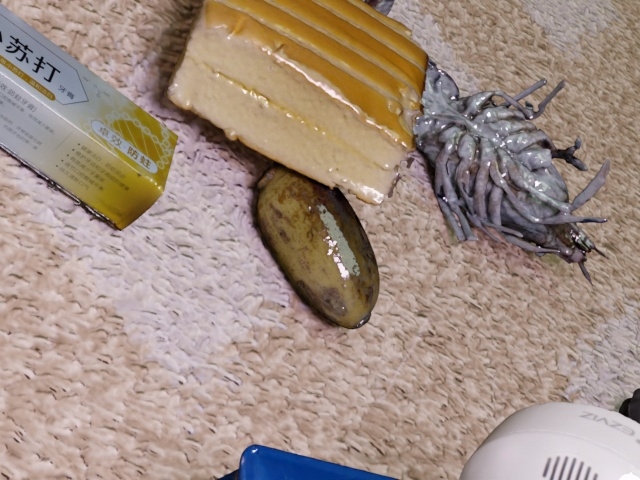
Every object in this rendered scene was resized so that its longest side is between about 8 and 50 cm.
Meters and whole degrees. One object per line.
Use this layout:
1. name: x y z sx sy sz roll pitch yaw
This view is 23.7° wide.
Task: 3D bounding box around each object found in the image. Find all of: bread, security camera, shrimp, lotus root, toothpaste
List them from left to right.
1. toothpaste: -0.262 -0.133 1.260 0.313 0.071 0.089 37 36 -22
2. bread: -0.011 -0.161 1.463 0.246 0.111 0.239 29 30 -10
3. lotus root: 0.000 0.000 1.432 0.089 0.080 0.179 -21 75 -50
4. shrimp: 0.174 -0.111 1.670 0.410 0.166 0.221 39 70 1
5. security camera: 0.147 0.247 1.023 0.194 0.194 0.236 48 46 -9

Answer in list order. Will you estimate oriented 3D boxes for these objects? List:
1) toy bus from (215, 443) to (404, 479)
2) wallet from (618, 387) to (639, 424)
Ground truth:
1. toy bus: 0.009 0.266 1.153 0.287 0.175 0.138 20 50 -38
2. wallet: 0.360 0.295 1.635 0.168 0.052 0.245 45 44 -22
